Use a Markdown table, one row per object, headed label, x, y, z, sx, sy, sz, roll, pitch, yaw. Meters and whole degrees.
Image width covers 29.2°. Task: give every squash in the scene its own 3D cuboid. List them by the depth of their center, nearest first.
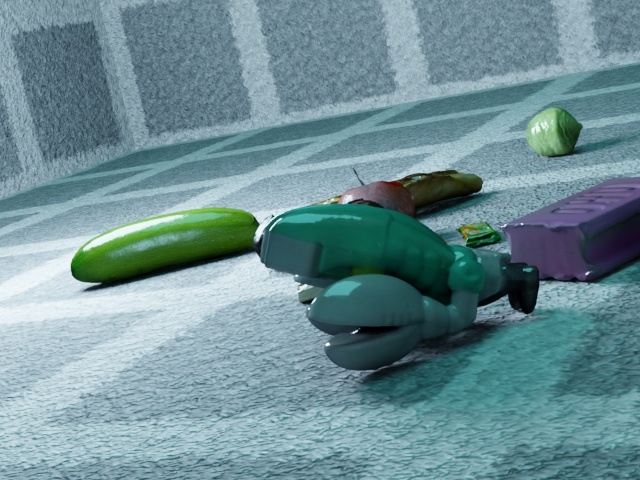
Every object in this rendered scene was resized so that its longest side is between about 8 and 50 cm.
| label | x | y | z | sx | sy | sz | roll | pitch | yaw |
| --- | --- | --- | --- | --- | --- | --- | --- | --- | --- |
| squash | -0.230 | 0.002 | 1.833 | 0.292 | 0.082 | 0.082 | -14 | 11 | -5 |

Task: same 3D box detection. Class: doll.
| label | x | y | z | sx | sy | sz | roll | pitch | yaw |
| --- | --- | --- | --- | --- | --- | --- | --- | --- | --- |
| doll | 0.067 | 0.047 | 1.160 | 0.258 | 0.153 | 0.195 | 9 | -1 | 19 |

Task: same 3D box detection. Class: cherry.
| label | x | y | z | sx | sy | sz | roll | pitch | yaw |
| --- | --- | --- | --- | --- | --- | --- | --- | --- | --- |
| cherry | 0.070 | -0.032 | 1.648 | 0.106 | 0.087 | 0.126 | 0 | 33 | 25 |

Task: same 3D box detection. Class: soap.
| label | x | y | z | sx | sy | sz | roll | pitch | yaw |
| --- | --- | --- | --- | --- | --- | --- | --- | --- | --- |
| soap | 0.307 | -0.016 | 1.343 | 0.203 | 0.065 | 0.122 | -21 | 13 | -39 |

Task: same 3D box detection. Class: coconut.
| label | x | y | z | sx | sy | sz | roll | pitch | yaw |
| --- | --- | --- | --- | --- | --- | --- | --- | --- | --- |
| coconut | 0.395 | -0.182 | 2.064 | 0.096 | 0.088 | 0.088 | -13 | 9 | 26 |

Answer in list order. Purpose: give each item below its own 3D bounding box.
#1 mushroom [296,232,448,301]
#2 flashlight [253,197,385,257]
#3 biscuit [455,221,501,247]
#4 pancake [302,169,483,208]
| label | x | y | z | sx | sy | sz | roll | pitch | yaw |
| --- | --- | --- | --- | --- | --- | --- | --- | --- | --- |
| mushroom | 0.056 | 0.035 | 1.420 | 0.202 | 0.054 | 0.059 | -13 | 11 | 24 |
| flashlight | 0.000 | 0.000 | 1.592 | 0.093 | 0.093 | 0.232 | -20 | 7 | -33 |
| biscuit | 0.200 | -0.009 | 1.562 | 0.046 | 0.016 | 0.089 | -13 | 11 | 1 |
| pancake | 0.093 | -0.058 | 1.848 | 0.257 | 0.056 | 0.212 | -15 | 1 | 27 |
